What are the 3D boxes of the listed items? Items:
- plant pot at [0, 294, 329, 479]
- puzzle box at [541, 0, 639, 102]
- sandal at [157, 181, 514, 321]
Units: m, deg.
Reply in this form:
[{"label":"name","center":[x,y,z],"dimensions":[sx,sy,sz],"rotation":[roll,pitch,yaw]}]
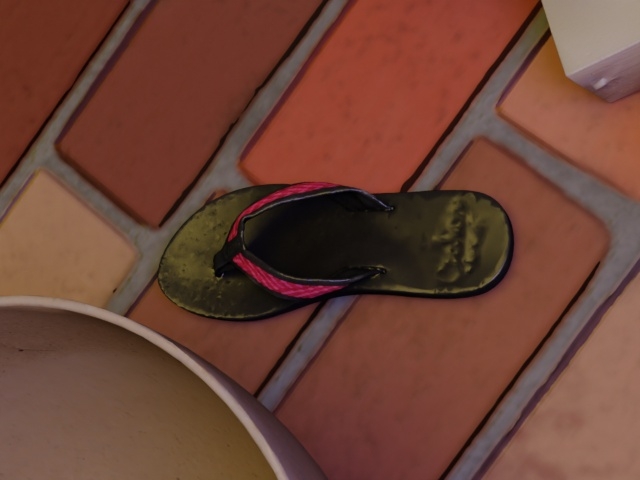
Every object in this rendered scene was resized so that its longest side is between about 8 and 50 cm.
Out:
[{"label":"plant pot","center":[-0.086,0.179,0.577],"dimensions":[0.284,0.191,0.284],"rotation":[-6,74,23]},{"label":"puzzle box","center":[0.249,-0.260,0.574],"dimensions":[0.409,0.052,0.272],"rotation":[-24,67,29]},{"label":"sandal","center":[0.000,0.000,0.668],"dimensions":[0.179,0.040,0.067],"rotation":[-5,75,24]}]
